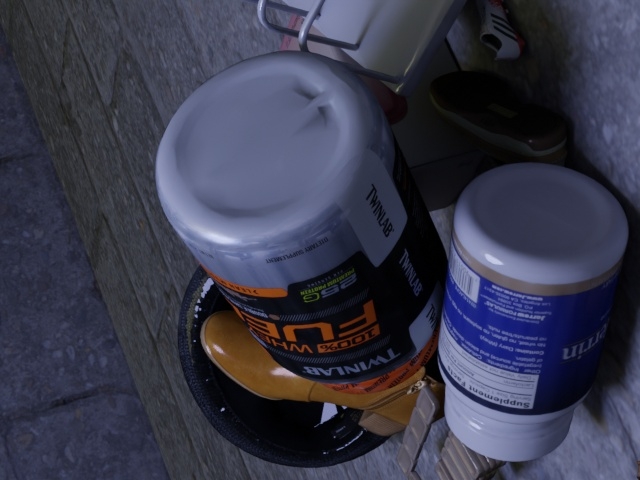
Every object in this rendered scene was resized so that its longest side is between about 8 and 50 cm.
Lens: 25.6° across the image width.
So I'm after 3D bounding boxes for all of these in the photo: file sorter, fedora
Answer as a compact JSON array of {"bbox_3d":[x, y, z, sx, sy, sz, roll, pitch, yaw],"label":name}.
[{"bbox_3d":[-0.005,-0.297,1.326,0.278,0.173,0.192,44,114,35],"label":"file sorter"},{"bbox_3d":[-0.023,0.119,1.808,0.152,0.334,0.334,-71,-27,-71],"label":"fedora"}]

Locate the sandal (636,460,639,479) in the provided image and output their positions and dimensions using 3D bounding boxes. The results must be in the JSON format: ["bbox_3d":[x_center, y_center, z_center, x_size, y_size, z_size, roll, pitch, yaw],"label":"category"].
[{"bbox_3d":[0.300,0.192,1.197,0.060,0.090,0.219,-103,11,-48],"label":"sandal"}]

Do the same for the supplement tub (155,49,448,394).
[{"bbox_3d":[0.000,0.000,1.303,0.207,0.207,0.338,58,180,36],"label":"supplement tub"}]

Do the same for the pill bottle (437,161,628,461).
[{"bbox_3d":[0.187,0.072,1.298,0.153,0.153,0.264,-125,27,-42],"label":"pill bottle"}]

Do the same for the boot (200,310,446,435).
[{"bbox_3d":[0.026,0.125,1.621,0.211,0.295,0.104,-46,22,54],"label":"boot"}]

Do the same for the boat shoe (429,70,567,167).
[{"bbox_3d":[0.167,-0.104,1.354,0.190,0.068,0.072,45,156,53],"label":"boat shoe"}]

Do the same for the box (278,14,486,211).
[{"bbox_3d":[0.063,-0.150,1.495,0.148,0.127,0.232,119,132,-62],"label":"box"}]

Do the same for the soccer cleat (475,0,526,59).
[{"bbox_3d":[0.162,-0.203,1.328,0.029,0.036,0.083,107,142,-56],"label":"soccer cleat"}]

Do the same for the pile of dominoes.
[{"bbox_3d":[0.162,0.277,1.580,0.196,0.040,0.251,60,163,23],"label":"pile of dominoes"}]
